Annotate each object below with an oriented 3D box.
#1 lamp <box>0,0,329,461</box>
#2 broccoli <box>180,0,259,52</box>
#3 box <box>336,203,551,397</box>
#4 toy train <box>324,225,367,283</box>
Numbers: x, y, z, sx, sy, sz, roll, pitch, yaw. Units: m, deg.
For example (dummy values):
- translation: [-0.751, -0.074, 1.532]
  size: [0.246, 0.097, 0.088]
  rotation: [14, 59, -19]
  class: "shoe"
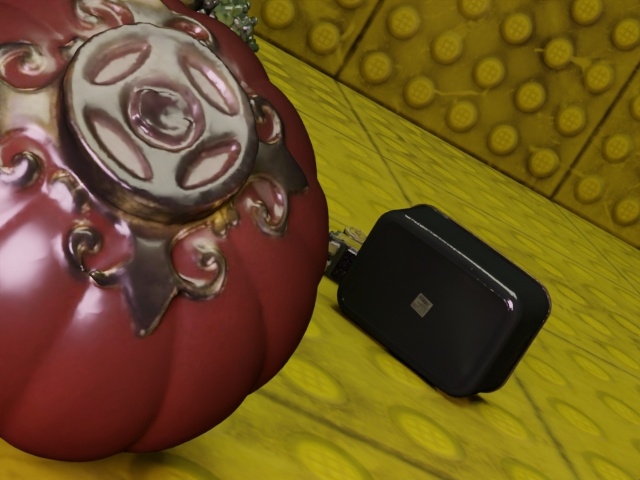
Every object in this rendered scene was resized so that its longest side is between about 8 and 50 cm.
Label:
- translation: [-0.140, -0.016, 0.728]
  size: [0.303, 0.257, 0.303]
  rotation: [13, 61, -24]
  class: "lamp"
- translation: [-0.183, -0.265, 1.493]
  size: [0.324, 0.272, 0.334]
  rotation: [37, -16, 16]
  class: "broccoli"
- translation: [0.127, 0.063, 1.268]
  size: [0.201, 0.144, 0.090]
  rotation: [39, 19, 23]
  class: "box"
- translation: [0.000, 0.000, 1.395]
  size: [0.202, 0.060, 0.081]
  rotation: [33, 21, 5]
  class: "toy train"
